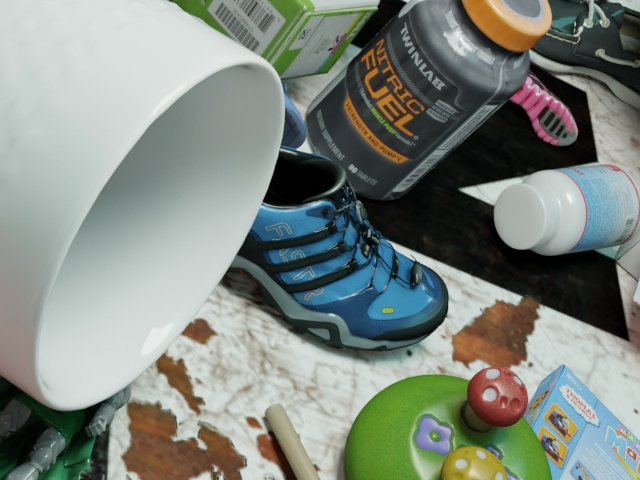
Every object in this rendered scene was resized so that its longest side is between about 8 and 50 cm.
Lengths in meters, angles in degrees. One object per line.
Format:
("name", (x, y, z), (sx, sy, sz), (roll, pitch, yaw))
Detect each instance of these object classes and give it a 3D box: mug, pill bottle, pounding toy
("mug", (-0.214, -0.092, 1.260), (0.328, 0.276, 0.374), (31, 24, 17))
("pill bottle", (0.105, -0.154, 1.621), (0.130, 0.245, 0.130), (24, 44, -25))
("pounding toy", (0.097, 0.174, 1.401), (0.236, 0.110, 0.183), (-5, 61, -25))
("pill bottle", (0.251, -0.030, 1.774), (0.160, 0.087, 0.087), (-7, 63, -46))

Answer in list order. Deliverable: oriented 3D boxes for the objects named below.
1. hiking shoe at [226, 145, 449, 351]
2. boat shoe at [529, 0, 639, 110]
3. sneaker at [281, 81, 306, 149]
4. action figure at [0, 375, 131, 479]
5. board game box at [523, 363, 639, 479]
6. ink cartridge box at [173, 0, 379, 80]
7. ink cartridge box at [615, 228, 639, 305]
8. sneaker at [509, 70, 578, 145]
("hiking shoe", (0.000, 0.000, 1.487), (0.304, 0.132, 0.113), (24, 44, -26))
("boat shoe", (0.318, -0.241, 2.008), (0.302, 0.091, 0.114), (16, 48, -32))
("sneaker", (-0.062, -0.145, 1.616), (0.144, 0.053, 0.059), (46, 37, -3))
("action figure", (-0.197, 0.124, 1.268), (0.137, 0.063, 0.232), (41, 36, -3))
("board game box", (0.237, 0.224, 1.574), (0.160, 0.039, 0.211), (45, 35, -2))
("ink cartridge box", (-0.025, -0.253, 1.656), (0.189, 0.097, 0.255), (49, 31, 17))
("ink cartridge box", (0.441, 0.094, 1.857), (0.296, 0.066, 0.261), (40, 39, -8))
("sneaker", (0.238, -0.154, 1.907), (0.119, 0.047, 0.057), (45, 28, -5))
